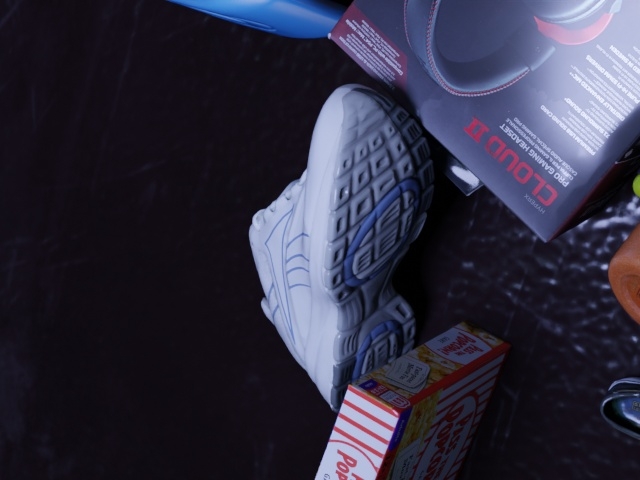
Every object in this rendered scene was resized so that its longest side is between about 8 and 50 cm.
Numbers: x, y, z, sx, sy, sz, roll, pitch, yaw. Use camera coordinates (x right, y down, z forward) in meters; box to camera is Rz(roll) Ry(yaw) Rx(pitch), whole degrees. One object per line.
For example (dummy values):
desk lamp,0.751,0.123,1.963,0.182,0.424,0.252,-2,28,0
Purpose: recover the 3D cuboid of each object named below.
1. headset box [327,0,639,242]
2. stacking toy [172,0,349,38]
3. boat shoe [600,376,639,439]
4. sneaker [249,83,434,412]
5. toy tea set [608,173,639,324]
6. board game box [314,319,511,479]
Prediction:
headset box,0.164,-0.159,1.262,0.218,0.110,0.293,45,118,12
stacking toy,-0.035,-0.308,1.338,0.175,0.165,0.302,19,95,29
boat shoe,0.265,0.134,1.311,0.142,0.040,0.049,15,108,26
sneaker,0.000,0.000,1.346,0.129,0.111,0.297,38,143,27
toy tea set,0.330,0.073,1.188,0.336,0.124,0.200,54,158,-13
board game box,0.059,0.150,1.342,0.045,0.193,0.147,28,114,21
